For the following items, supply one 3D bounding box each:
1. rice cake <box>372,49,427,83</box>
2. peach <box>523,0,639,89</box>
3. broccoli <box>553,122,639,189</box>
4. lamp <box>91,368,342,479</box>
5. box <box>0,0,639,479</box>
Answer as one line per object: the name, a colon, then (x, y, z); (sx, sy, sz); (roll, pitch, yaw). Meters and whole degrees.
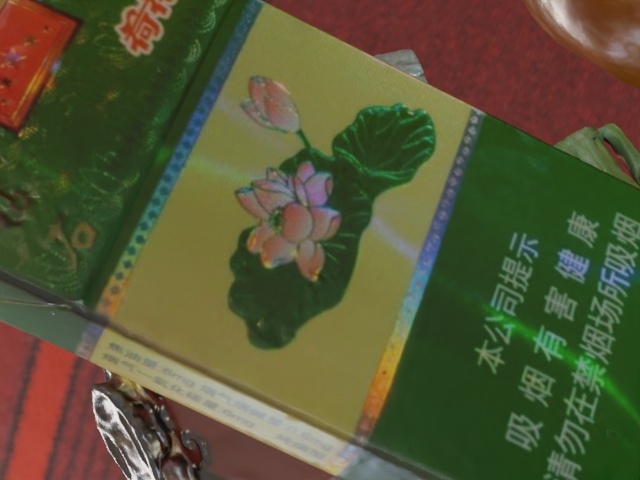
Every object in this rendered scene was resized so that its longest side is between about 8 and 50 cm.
rice cake: (0.090, -0.093, 1.525); (0.069, 0.063, 0.206); (-15, 78, -15)
peach: (0.306, -0.293, 1.297); (0.301, 0.343, 0.343); (37, 121, -23)
broccoli: (0.309, 0.023, 1.542); (0.307, 0.308, 0.275); (-25, 83, 26)
lamp: (-0.059, 0.118, 1.309); (0.303, 0.257, 0.303); (44, 149, 35)
box: (0.000, 0.000, 0.468); (0.235, 0.132, 0.034); (26, 148, -6)
